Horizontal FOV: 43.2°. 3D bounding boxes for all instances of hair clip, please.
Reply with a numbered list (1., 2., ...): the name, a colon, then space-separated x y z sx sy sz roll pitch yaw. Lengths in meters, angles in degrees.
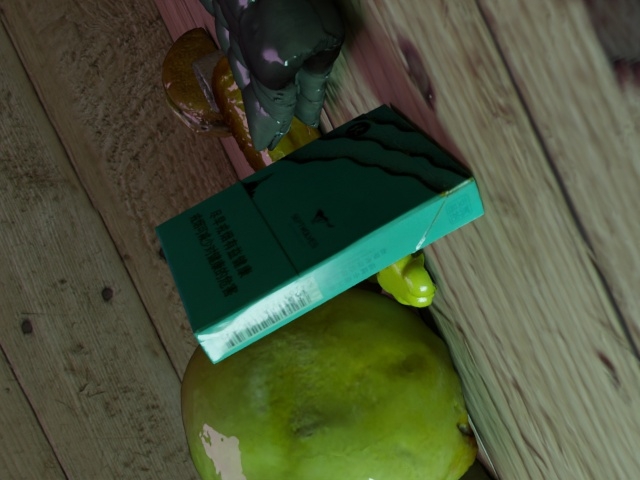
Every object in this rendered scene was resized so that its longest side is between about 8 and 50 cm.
1. hair clip: 0.082 0.031 0.889 0.072 0.046 0.173 62 172 -14

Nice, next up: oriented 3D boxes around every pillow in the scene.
1. pillow: -0.060 -0.231 0.795 0.326 0.101 0.228 143 102 -81

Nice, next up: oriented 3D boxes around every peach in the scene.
1. peach: 0.007 0.201 0.950 0.281 0.316 0.314 69 -173 -57

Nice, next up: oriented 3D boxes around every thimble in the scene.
1. thimble: -0.175 -0.299 1.488 0.102 0.090 0.115 62 172 -5

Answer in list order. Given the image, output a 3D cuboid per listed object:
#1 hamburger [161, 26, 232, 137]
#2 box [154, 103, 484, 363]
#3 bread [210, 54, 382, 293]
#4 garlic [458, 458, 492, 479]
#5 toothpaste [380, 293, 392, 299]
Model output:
1. hamburger: -0.276 -0.343 1.818 0.282 0.157 0.144 59 172 26
2. box: -0.010 -0.015 0.634 0.161 0.227 0.042 54 172 53
3. bread: -0.036 -0.082 1.112 0.380 0.109 0.185 65 171 -6
4. garlic: 0.198 0.350 1.035 0.195 0.087 0.101 -130 28 -75
5. toothpaste: 0.104 0.136 1.157 0.067 0.037 0.255 58 173 30
